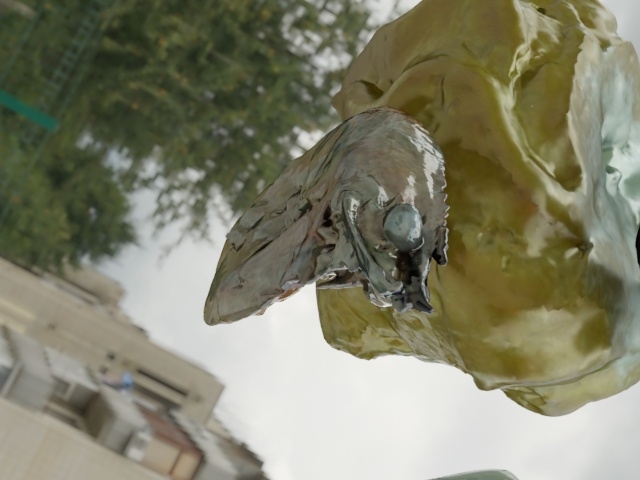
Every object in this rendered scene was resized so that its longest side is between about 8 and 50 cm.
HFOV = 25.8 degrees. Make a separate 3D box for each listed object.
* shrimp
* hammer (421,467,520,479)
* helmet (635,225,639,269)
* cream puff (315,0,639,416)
[{"bbox_3d":[0.000,0.000,0.744,0.164,0.062,0.317,-43,-167,6],"label":"shrimp"},{"bbox_3d":[0.102,0.351,1.155,0.113,0.202,0.305,173,-91,-73],"label":"hammer"},{"bbox_3d":[0.328,0.027,0.813,0.279,0.230,0.160,-26,-123,37],"label":"helmet"},{"bbox_3d":[0.096,-0.032,0.989,0.270,0.274,0.323,-12,-124,30],"label":"cream puff"}]
